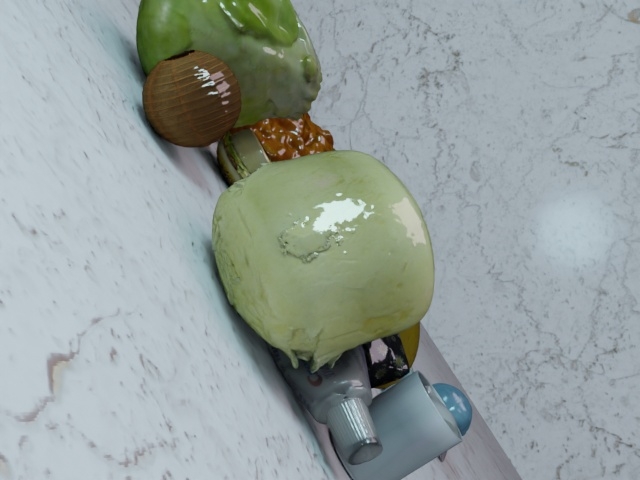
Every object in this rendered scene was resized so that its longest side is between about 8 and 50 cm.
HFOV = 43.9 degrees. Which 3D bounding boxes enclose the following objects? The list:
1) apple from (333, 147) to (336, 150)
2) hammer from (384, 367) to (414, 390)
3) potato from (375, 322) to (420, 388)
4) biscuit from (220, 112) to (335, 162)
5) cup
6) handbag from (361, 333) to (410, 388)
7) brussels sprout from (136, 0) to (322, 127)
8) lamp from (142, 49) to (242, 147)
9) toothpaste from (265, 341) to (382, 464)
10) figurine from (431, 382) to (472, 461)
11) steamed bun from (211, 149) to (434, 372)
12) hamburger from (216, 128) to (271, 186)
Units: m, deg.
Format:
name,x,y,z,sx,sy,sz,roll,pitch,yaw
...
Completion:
name,x,y,z,sx,sy,sz,roll,pitch,yaw
apple,0.016,-0.161,1.961,0.346,0.179,0.254,44,-35,16
hammer,0.093,0.190,1.440,0.194,0.069,0.116,47,11,-27
potato,0.077,0.148,1.200,0.203,0.178,0.158,17,-53,68
biscuit,-0.087,-0.214,1.605,0.312,0.110,0.318,52,30,-18
cup,0.095,0.232,0.969,0.099,0.133,0.136,56,7,11
handbag,0.040,0.146,1.016,0.072,0.139,0.115,10,50,-35
brussels sprout,-0.150,-0.314,1.236,0.316,0.274,0.242,46,53,-43
lamp,-0.174,-0.192,1.083,0.136,0.136,0.136,55,7,-10
toothpaste,0.001,0.131,0.931,0.099,0.068,0.282,6,42,-35
figurine,0.232,0.326,1.591,0.205,0.103,0.260,60,-2,15
steamed bun,0.000,0.000,0.912,0.273,0.232,0.166,-119,-148,-43
hamburger,-0.126,-0.127,1.335,0.126,0.081,0.141,60,-4,16
